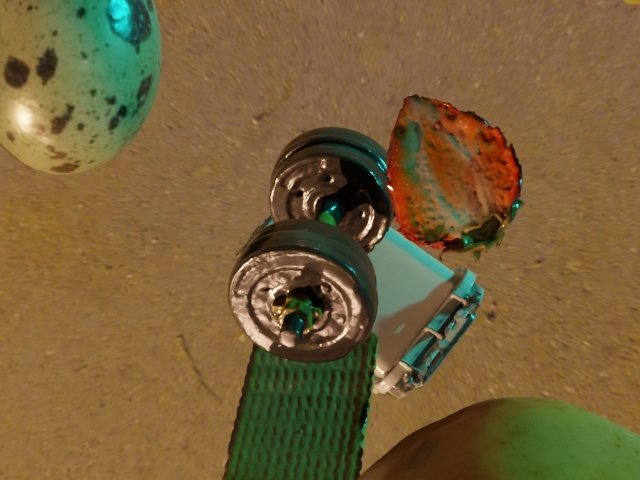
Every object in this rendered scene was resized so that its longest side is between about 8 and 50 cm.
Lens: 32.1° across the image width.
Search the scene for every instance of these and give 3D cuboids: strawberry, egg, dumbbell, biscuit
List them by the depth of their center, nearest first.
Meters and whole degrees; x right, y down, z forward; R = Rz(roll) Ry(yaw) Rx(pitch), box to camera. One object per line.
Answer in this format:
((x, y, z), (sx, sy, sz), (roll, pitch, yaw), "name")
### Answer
((0.131, -0.066, 1.174), (0.146, 0.082, 0.187), (-26, 83, -6), "strawberry")
((-0.020, 0.217, 1.399), (0.172, 0.029, 0.254), (1, 48, 12), "biscuit")
((0.000, 0.000, 1.415), (0.185, 0.388, 0.185), (7, 127, 9), "dumbbell")
((-0.385, -0.287, 1.707), (0.287, 0.287, 0.379), (21, 115, 2), "egg")

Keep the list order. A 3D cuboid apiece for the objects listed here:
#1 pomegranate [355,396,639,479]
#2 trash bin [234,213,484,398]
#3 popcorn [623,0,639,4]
((0.113, 0.260, 0.721), (0.342, 0.342, 0.342), (0, 91, 2), "pomegranate")
((0.061, 0.067, 1.822), (0.367, 0.296, 0.256), (40, 84, -5), "trash bin")
((0.247, -0.269, 0.840), (0.286, 0.225, 0.174), (16, 108, 17), "popcorn")
